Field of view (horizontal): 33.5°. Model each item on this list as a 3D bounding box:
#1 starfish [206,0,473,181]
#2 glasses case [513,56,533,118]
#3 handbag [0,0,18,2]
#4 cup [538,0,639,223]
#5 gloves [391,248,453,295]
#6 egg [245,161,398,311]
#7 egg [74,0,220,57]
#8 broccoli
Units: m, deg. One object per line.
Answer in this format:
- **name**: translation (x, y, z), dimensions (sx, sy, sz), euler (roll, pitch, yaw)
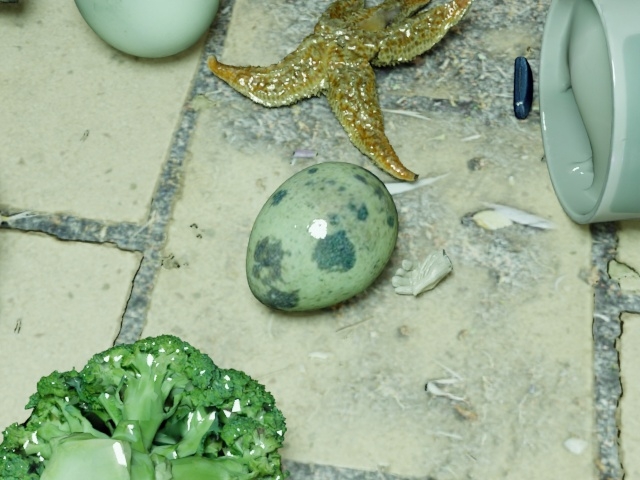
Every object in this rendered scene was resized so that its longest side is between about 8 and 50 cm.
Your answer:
- **starfish**: translation (0.066, -0.243, 1.310), dimensions (0.301, 0.084, 0.293), euler (28, 61, 23)
- **glasses case**: translation (0.248, -0.186, 1.296), dimensions (0.023, 0.033, 0.083), euler (-4, 54, 20)
- **handbag**: translation (-0.428, -0.484, 1.402), dimensions (0.316, 0.180, 0.416), euler (12, 57, 26)
- **cup**: translation (0.398, -0.177, 1.190), dimensions (0.274, 0.260, 0.357), euler (-4, 24, -4)
- **gloves**: translation (0.115, 0.035, 1.144), dimensions (0.080, 0.037, 0.044), euler (-17, 31, 1)
- **egg**: translation (0.000, 0.000, 1.112), dimensions (0.181, 0.141, 0.141), euler (-43, 65, -15)
- **egg**: translation (-0.221, -0.336, 1.313), dimensions (0.182, 0.183, 0.264), euler (-19, 50, -12)
- **broccoli**: translation (-0.157, 0.207, 0.900), dimensions (0.269, 0.270, 0.270), euler (-1, 80, 6)
